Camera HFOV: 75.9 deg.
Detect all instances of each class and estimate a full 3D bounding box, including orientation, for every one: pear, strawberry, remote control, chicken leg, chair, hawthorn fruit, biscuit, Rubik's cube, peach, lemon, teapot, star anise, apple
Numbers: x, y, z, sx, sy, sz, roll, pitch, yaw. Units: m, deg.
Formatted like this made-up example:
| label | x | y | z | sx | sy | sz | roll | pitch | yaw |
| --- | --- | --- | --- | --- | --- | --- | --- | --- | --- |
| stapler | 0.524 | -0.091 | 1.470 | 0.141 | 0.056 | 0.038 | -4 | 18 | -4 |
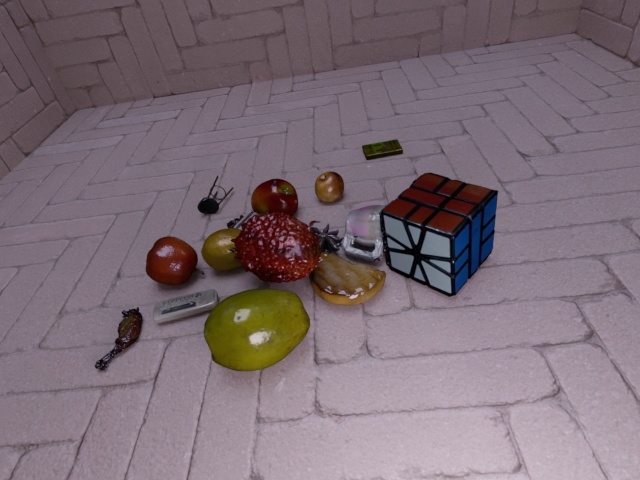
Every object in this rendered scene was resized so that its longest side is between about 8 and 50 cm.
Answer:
| label | x | y | z | sx | sy | sz | roll | pitch | yaw |
| --- | --- | --- | --- | --- | --- | --- | --- | --- | --- |
| pear | -0.193 | 0.262 | 1.243 | 0.308 | 0.252 | 0.253 | -24 | 42 | -17 |
| strawberry | -0.128 | 0.014 | 1.473 | 0.344 | 0.292 | 0.292 | -4 | 37 | 36 |
| remote control | -0.485 | 0.239 | 1.490 | 0.231 | 0.049 | 0.090 | -13 | 41 | -3 |
| chicken leg | -0.688 | 0.335 | 1.425 | 0.106 | 0.051 | 0.253 | -5 | 41 | 16 |
| chair | -0.508 | -0.211 | 1.996 | 0.095 | 0.104 | 0.221 | 15 | 41 | 4 |
| hawthorn fruit | -0.562 | 0.091 | 1.606 | 0.226 | 0.196 | 0.196 | 20 | 44 | -2 |
| biscuit | 0.077 | 0.139 | 1.448 | 0.274 | 0.091 | 0.213 | 26 | 50 | 34 |
| Rubik's cube | 0.404 | -0.029 | 1.410 | 0.283 | 0.288 | 0.294 | -39 | 46 | -25 |
| peach | -0.208 | -0.171 | 1.851 | 0.196 | 0.226 | 0.189 | 1 | 65 | -40 |
| lemon | -0.362 | 0.032 | 1.618 | 0.208 | 0.169 | 0.170 | -14 | 40 | -10 |
| teapot | 0.183 | -0.028 | 1.601 | 0.178 | 0.221 | 0.163 | 2 | -3 | 23 |
| star anise | 0.000 | 0.000 | 1.648 | 0.205 | 0.061 | 0.181 | 25 | 39 | 29 |
| star anise | -0.343 | -0.065 | 1.810 | 0.168 | 0.057 | 0.167 | -7 | 41 | 6 |
| apple | 0.041 | -0.252 | 1.886 | 0.147 | 0.146 | 0.146 | -6 | 40 | 5 |

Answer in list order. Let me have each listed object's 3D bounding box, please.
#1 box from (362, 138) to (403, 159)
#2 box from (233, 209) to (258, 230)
| label | x | y | z | sx | sy | sz | roll | pitch | yaw |
| --- | --- | --- | --- | --- | --- | --- | --- | --- | --- |
| box | 0.326 | -0.481 | 2.166 | 0.194 | 0.030 | 0.121 | -10 | 40 | 1 |
| box | -0.229 | -0.039 | 1.728 | 0.248 | 0.033 | 0.129 | 23 | 49 | 16 |
